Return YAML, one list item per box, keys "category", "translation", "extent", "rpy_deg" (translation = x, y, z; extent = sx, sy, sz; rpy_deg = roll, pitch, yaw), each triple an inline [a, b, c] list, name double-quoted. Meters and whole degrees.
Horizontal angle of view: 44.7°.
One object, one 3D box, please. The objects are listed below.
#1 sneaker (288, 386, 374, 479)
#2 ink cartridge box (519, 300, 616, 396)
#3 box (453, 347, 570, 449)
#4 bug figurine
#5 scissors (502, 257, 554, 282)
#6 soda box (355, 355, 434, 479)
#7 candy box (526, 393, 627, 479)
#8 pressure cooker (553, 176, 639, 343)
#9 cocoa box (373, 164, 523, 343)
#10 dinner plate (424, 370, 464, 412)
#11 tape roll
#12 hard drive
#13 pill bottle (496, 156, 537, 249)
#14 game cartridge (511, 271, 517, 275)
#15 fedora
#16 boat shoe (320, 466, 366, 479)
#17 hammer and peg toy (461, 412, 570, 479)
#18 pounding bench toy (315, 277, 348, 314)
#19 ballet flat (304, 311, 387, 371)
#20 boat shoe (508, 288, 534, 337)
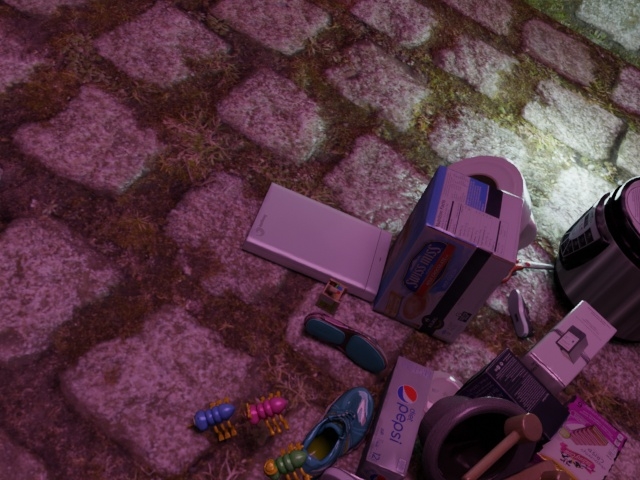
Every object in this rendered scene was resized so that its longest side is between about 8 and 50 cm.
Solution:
- category: "sneaker"
  translation: [0.036, 0.403, 1.633]
  extent: [0.107, 0.110, 0.275]
  rpy_deg: [37, 46, 11]
- category: "ink cartridge box"
  translation: [0.564, 0.294, 1.891]
  extent: [0.273, 0.198, 0.115]
  rpy_deg: [-31, 69, -39]
- category: "box"
  translation: [0.435, 0.379, 1.781]
  extent: [0.207, 0.153, 0.108]
  rpy_deg: [47, 48, 12]
- category: "bug figurine"
  translation: [-0.142, 0.410, 1.529]
  extent: [0.216, 0.072, 0.279]
  rpy_deg: [-25, 56, 3]
- category: "scissors"
  translation: [0.568, 0.058, 2.202]
  extent: [0.297, 0.021, 0.109]
  rpy_deg: [-8, 57, -34]
- category: "soda box"
  translation: [0.164, 0.399, 1.697]
  extent: [0.091, 0.098, 0.286]
  rpy_deg: [22, 45, 3]
- category: "candy box"
  translation: [0.598, 0.493, 1.821]
  extent: [0.159, 0.071, 0.233]
  rpy_deg: [41, 48, 13]
- category: "pressure cooker"
  translation: [0.886, 0.030, 2.105]
  extent: [0.375, 0.420, 0.370]
  rpy_deg: [-14, 60, -32]
- category: "cocoa box"
  translation: [0.306, 0.038, 1.900]
  extent: [0.228, 0.347, 0.231]
  rpy_deg: [23, 47, -3]
- category: "dinner plate"
  translation: [0.295, 0.367, 1.840]
  extent: [0.141, 0.017, 0.141]
  rpy_deg: [11, 47, -12]
- category: "tape roll"
  translation: [0.427, -0.096, 2.130]
  extent: [0.286, 0.100, 0.286]
  rpy_deg: [-16, 46, 18]
- category: "hard drive"
  translation: [0.000, 0.000, 2.012]
  extent: [0.353, 0.047, 0.233]
  rpy_deg: [22, 46, -3]
- category: "pill bottle"
  translation: [0.531, -0.112, 2.263]
  extent: [0.152, 0.152, 0.272]
  rpy_deg: [12, 47, -14]
- category: "game cartridge"
  translation: [0.509, 0.071, 2.190]
  extent: [0.083, 0.017, 0.056]
  rpy_deg: [6, 45, -18]
- category: "fedora"
  translation: [0.320, 0.427, 1.694]
  extent: [0.275, 0.243, 0.124]
  rpy_deg: [11, 15, -27]
- category: "boat shoe"
  translation: [0.115, 0.535, 1.576]
  extent: [0.258, 0.095, 0.084]
  rpy_deg: [40, 43, -1]
- category: "hammer and peg toy"
  translation: [0.394, 0.553, 1.574]
  extent: [0.266, 0.127, 0.361]
  rpy_deg: [-13, 79, -31]
- category: "pounding bench toy"
  translation: [0.034, 0.125, 1.891]
  extent: [0.052, 0.083, 0.065]
  rpy_deg: [29, 47, 3]
- category: "ballet flat"
  translation: [0.066, 0.227, 1.833]
  extent: [0.221, 0.077, 0.079]
  rpy_deg: [28, 26, 3]
- category: "boat shoe"
  translation: [0.536, 0.196, 2.074]
  extent: [0.040, 0.049, 0.142]
  rpy_deg: [11, 54, -22]
